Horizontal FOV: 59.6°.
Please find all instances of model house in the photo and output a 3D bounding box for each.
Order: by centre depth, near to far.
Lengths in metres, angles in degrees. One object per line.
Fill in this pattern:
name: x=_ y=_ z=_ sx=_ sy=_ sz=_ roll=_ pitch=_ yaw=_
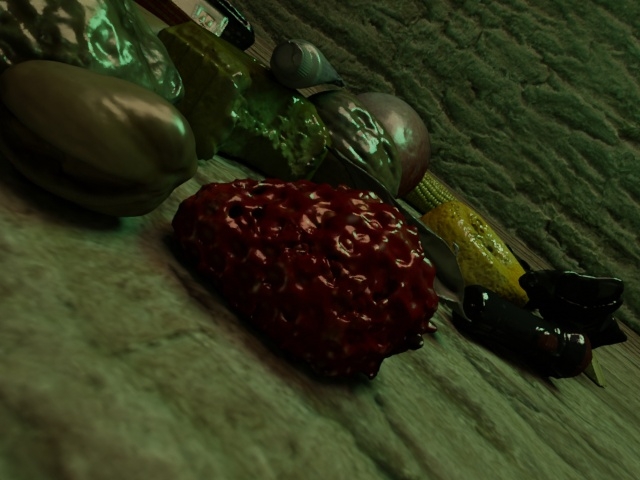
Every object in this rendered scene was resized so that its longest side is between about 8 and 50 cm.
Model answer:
model house: x=-0.294 y=-0.390 z=1.020 sx=0.294 sy=0.154 sz=0.207 roll=37 pitch=-29 yaw=-30

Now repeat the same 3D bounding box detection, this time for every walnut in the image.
walnut: x=0.043 y=-0.148 z=0.953 sx=0.230 sy=0.178 sz=0.178 roll=41 pitch=16 yaw=-7

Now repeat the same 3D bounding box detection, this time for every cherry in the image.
cherry: x=0.131 y=-0.194 z=1.169 sx=0.239 sy=0.206 sz=0.239 roll=44 pitch=7 yaw=-7

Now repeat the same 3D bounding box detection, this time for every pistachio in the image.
pistachio: x=-0.167 y=-0.079 z=0.421 sx=0.149 sy=0.113 sz=0.113 roll=32 pitch=17 yaw=-13

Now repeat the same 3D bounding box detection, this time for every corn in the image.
corn: x=0.264 y=-0.135 z=1.473 sx=0.293 sy=0.106 sz=0.106 roll=37 pitch=16 yaw=-3

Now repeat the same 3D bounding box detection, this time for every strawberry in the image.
strawberry: x=0.000 y=0.000 z=0.470 sx=0.237 sy=0.111 sz=0.190 roll=27 pitch=39 yaw=-9

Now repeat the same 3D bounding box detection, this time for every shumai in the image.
shumai: x=-0.221 y=-0.224 z=0.520 sx=0.261 sy=0.222 sz=0.225 roll=32 pitch=14 yaw=-30

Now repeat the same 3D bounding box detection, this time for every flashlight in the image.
flashlight: x=0.300 y=0.135 z=0.833 sx=0.232 sy=0.093 sz=0.093 roll=26 pitch=20 yaw=-25

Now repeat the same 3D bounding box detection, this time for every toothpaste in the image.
toothpaste: x=-0.022 y=-0.255 z=0.835 sx=0.099 sy=0.068 sz=0.282 roll=43 pitch=14 yaw=-3

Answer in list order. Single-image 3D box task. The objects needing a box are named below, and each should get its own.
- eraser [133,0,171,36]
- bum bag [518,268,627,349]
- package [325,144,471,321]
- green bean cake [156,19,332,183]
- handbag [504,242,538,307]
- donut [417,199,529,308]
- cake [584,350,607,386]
eraser: x=-0.398 y=-0.383 z=0.827 sx=0.343 sy=0.078 sz=0.144 roll=33 pitch=16 yaw=-9
bum bag: x=0.436 y=0.119 z=0.948 sx=0.340 sy=0.144 sz=0.095 roll=45 pitch=46 yaw=-50
package: x=0.101 y=-0.023 z=0.741 sx=0.251 sy=0.062 sz=0.204 roll=54 pitch=-1 yaw=-17
green bean cake: x=-0.116 y=-0.189 z=0.798 sx=0.233 sy=0.124 sz=0.236 roll=48 pitch=19 yaw=31
handbag: x=0.424 y=0.060 z=1.295 sx=0.254 sy=0.088 sz=0.211 roll=50 pitch=18 yaw=25
donut: x=0.272 y=0.041 z=1.008 sx=0.253 sy=0.118 sz=0.253 roll=40 pitch=26 yaw=-24
cake: x=0.524 y=0.229 z=1.097 sx=0.052 sy=0.065 sz=0.121 roll=11 pitch=38 yaw=-51
